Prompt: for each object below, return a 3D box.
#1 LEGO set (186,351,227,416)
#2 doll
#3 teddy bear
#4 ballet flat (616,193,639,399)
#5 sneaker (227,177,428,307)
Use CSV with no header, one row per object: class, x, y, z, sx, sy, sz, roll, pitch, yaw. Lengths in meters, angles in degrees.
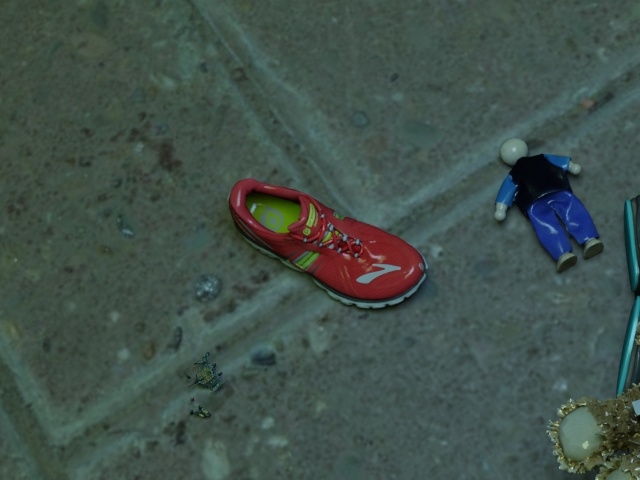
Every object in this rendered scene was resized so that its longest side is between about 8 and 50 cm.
LEGO set,-0.146,0.185,2.076,0.054,0.023,0.083,23,88,21
doll,0.281,-0.054,2.069,0.129,0.046,0.189,-27,67,-1
teddy bear,0.423,0.195,1.818,0.338,0.113,0.245,-43,50,-19
ballet flat,0.412,0.071,1.970,0.096,0.095,0.280,4,70,7
sneaker,0.000,0.000,2.063,0.279,0.118,0.107,21,75,18
